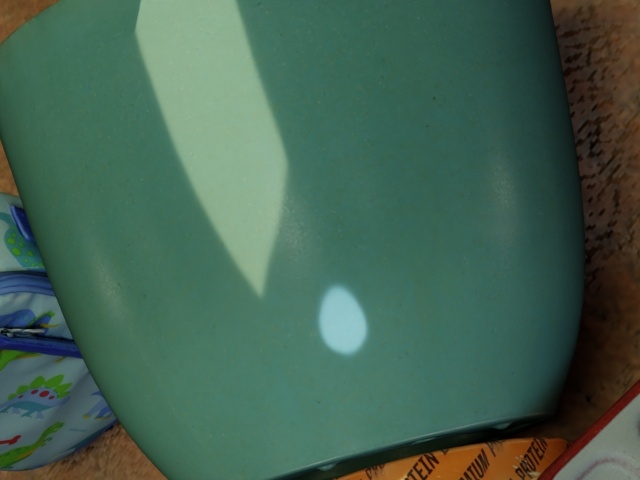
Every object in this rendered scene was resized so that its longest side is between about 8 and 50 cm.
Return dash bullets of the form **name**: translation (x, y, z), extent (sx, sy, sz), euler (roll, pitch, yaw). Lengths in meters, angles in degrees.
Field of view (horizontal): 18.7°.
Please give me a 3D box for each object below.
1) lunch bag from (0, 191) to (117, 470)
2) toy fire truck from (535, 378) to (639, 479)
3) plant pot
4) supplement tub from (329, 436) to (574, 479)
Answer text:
- **lunch bag**: translation (-0.177, 0.055, 1.103), extent (0.176, 0.219, 0.090), euler (-41, 64, 19)
- **toy fire truck**: translation (0.182, 0.181, 0.815), extent (0.254, 0.302, 0.169), euler (38, 145, 22)
- **plant pot**: translation (0.000, 0.000, 0.972), extent (0.293, 0.293, 0.235), euler (-21, 77, 28)
- **supplement tub**: translation (0.086, 0.264, 0.922), extent (0.194, 0.193, 0.316), euler (-20, 71, 28)
